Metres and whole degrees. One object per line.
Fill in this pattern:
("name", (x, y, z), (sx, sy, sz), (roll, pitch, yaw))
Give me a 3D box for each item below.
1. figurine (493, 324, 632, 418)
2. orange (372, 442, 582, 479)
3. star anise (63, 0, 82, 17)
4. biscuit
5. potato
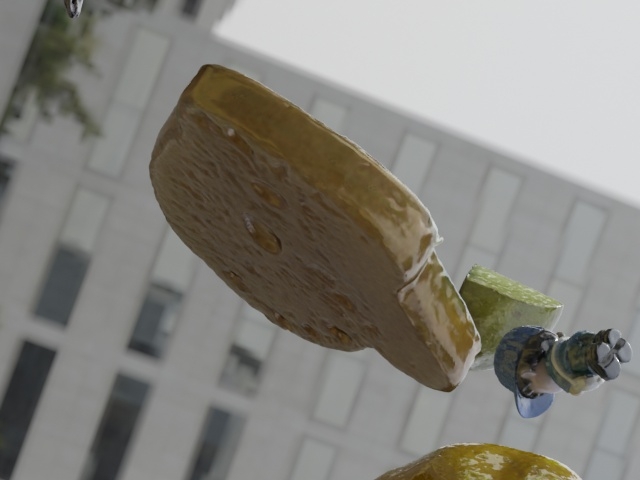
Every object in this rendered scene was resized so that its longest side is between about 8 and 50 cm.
("figurine", (0.234, 0.122, 1.952), (0.149, 0.087, 0.086), (-21, -155, 54))
("orange", (0.136, 0.315, 1.735), (0.235, 0.279, 0.279), (26, 84, -66))
("star anise", (-0.192, -0.273, 1.519), (0.065, 0.182, 0.195), (22, -85, 70))
("biscuit", (0.001, -0.002, 1.435), (0.057, 0.287, 0.344), (-51, 176, -18))
("potato", (0.205, 0.120, 2.340), (0.081, 0.120, 0.149), (-51, 163, -63))
